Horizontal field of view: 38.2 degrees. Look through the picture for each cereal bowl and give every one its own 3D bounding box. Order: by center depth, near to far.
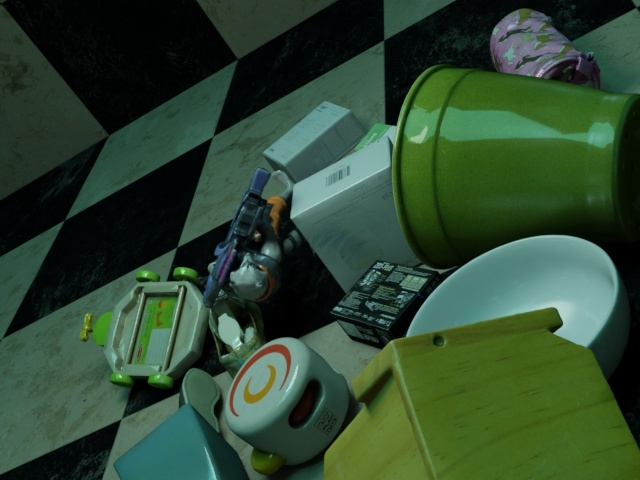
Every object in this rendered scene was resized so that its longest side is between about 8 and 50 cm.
[{"bbox_3d":[0.301,0.155,1.363,0.339,0.141,0.339,-29,27,16],"label":"cereal bowl"}]

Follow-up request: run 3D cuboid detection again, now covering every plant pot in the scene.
[{"bbox_3d":[-0.201,0.425,1.512,0.165,0.165,0.234,-39,35,-6],"label":"plant pot"},{"bbox_3d":[0.364,-0.121,1.552,0.353,0.366,0.366,4,46,36],"label":"plant pot"}]

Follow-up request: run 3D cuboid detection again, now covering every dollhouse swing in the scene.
[{"bbox_3d":[0.193,0.328,1.151,0.315,0.305,0.347,-10,57,-13],"label":"dollhouse swing"}]

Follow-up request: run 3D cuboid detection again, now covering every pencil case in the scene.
[{"bbox_3d":[0.478,-0.381,1.998,0.167,0.160,0.386,-9,29,0],"label":"pencil case"}]

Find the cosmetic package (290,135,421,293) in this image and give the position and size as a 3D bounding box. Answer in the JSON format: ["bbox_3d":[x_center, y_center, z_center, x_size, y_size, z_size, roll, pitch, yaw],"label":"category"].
[{"bbox_3d":[0.095,-0.044,1.832,0.224,0.225,0.138,-28,28,18],"label":"cosmetic package"}]

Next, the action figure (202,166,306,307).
[{"bbox_3d":[-0.102,-0.007,1.878,0.330,0.178,0.341,-68,4,-53],"label":"action figure"}]

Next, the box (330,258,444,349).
[{"bbox_3d":[0.131,0.120,1.689,0.147,0.077,0.180,-48,29,-21],"label":"box"}]

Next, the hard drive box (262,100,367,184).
[{"bbox_3d":[-0.019,-0.257,2.462,0.232,0.089,0.181,-39,26,-7],"label":"hard drive box"}]

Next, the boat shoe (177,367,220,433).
[{"bbox_3d":[-0.243,0.332,1.791,0.069,0.081,0.228,-60,18,19],"label":"boat shoe"}]

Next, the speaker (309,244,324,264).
[{"bbox_3d":[0.000,0.000,2.064,0.055,0.055,0.136,-34,26,5],"label":"speaker"}]

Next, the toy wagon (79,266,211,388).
[{"bbox_3d":[-0.400,0.199,2.084,0.344,0.068,0.267,-5,64,34],"label":"toy wagon"}]

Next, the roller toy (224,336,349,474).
[{"bbox_3d":[-0.053,0.279,1.578,0.191,0.146,0.209,-35,31,24],"label":"roller toy"}]

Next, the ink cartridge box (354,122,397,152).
[{"bbox_3d":[0.197,-0.149,1.920,0.212,0.154,0.093,15,56,43],"label":"ink cartridge box"}]

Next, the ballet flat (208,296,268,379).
[{"bbox_3d":[-0.178,0.183,1.917,0.123,0.123,0.348,-36,26,1],"label":"ballet flat"}]

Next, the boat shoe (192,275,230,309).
[{"bbox_3d":[-0.271,0.130,2.134,0.285,0.092,0.103,-29,29,16],"label":"boat shoe"}]
